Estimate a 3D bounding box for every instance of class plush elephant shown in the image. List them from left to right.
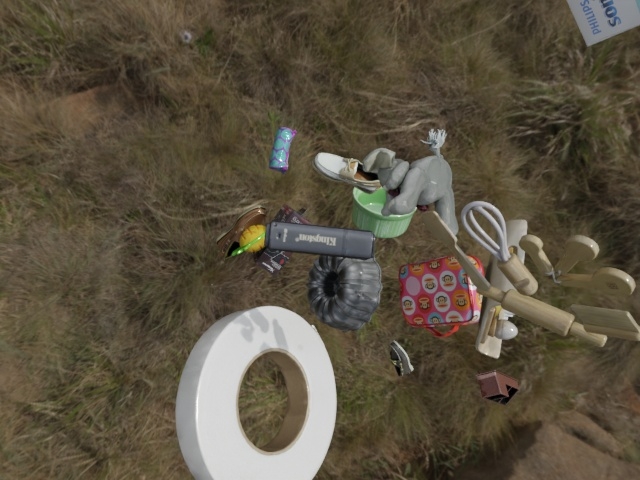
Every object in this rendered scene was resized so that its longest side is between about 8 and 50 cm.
[{"bbox_3d":[0.274,-0.179,1.424,0.271,0.255,0.330,15,78,-32],"label":"plush elephant"}]

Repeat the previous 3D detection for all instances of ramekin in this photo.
[{"bbox_3d":[0.289,-0.147,2.063,0.303,0.148,0.303,5,40,-4],"label":"ramekin"}]

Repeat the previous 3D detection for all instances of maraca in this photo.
[{"bbox_3d":[-0.272,0.003,1.736,0.185,0.127,0.099,-42,103,-36],"label":"maraca"}]

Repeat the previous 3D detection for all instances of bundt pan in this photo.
[{"bbox_3d":[0.064,0.163,1.605,0.124,0.331,0.331,14,80,-39],"label":"bundt pan"}]

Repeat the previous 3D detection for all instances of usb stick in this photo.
[{"bbox_3d":[0.000,0.000,1.106,0.278,0.045,0.077,6,100,-5],"label":"usb stick"}]

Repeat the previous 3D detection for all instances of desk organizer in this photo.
[{"bbox_3d":[0.402,0.331,0.988,0.130,0.047,0.050,30,44,-40],"label":"desk organizer"}]

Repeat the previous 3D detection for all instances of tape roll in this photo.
[{"bbox_3d":[-0.113,0.331,0.922,0.392,0.072,0.392,22,60,-45],"label":"tape roll"}]

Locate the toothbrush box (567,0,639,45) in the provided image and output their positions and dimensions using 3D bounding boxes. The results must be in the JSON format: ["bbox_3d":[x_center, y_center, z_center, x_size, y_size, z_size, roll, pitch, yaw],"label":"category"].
[{"bbox_3d":[0.418,-0.473,0.635,0.216,0.126,0.296,42,57,-30],"label":"toothbrush box"}]

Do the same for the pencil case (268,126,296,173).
[{"bbox_3d":[-0.131,-0.309,1.515,0.070,0.064,0.152,7,80,18],"label":"pencil case"}]

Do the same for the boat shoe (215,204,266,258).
[{"bbox_3d":[-0.324,-0.032,1.876,0.110,0.307,0.104,6,53,-48],"label":"boat shoe"}]

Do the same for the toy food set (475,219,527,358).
[{"bbox_3d":[0.439,0.124,1.046,0.092,0.306,0.220,10,58,18],"label":"toy food set"}]

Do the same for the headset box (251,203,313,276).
[{"bbox_3d":[-0.160,-0.020,1.857,0.110,0.218,0.293,36,91,-20],"label":"headset box"}]

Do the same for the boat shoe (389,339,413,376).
[{"bbox_3d":[0.328,0.500,1.850,0.068,0.081,0.228,-35,130,-7],"label":"boat shoe"}]

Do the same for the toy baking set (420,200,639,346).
[{"bbox_3d":[0.246,0.036,0.529,0.030,0.256,0.197,-48,138,-22],"label":"toy baking set"}]

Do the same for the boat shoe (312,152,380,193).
[{"bbox_3d":[0.119,-0.289,1.797,0.302,0.103,0.113,18,69,-16],"label":"boat shoe"}]

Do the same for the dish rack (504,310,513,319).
[{"bbox_3d":[0.575,0.248,1.732,0.285,0.333,0.072,14,83,-34],"label":"dish rack"}]

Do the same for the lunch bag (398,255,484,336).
[{"bbox_3d":[0.399,0.187,1.461,0.120,0.293,0.258,1,80,-39],"label":"lunch bag"}]
